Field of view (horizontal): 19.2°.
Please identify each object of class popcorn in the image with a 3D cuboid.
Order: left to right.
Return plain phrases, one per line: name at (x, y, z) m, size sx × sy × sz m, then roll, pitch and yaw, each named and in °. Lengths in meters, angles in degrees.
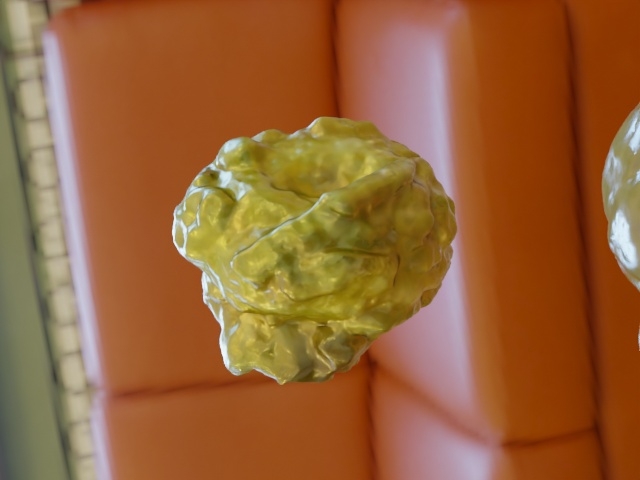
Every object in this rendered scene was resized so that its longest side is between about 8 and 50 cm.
popcorn at (0.000, 0.003, 1.335) m, size 0.197 × 0.198 × 0.155 m, roll -126°, pitch 18°, yaw -50°

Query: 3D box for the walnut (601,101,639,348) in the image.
walnut at (0.296, 0.009, 0.989) m, size 0.277 × 0.282 × 0.253 m, roll -7°, pitch 64°, yaw 43°
